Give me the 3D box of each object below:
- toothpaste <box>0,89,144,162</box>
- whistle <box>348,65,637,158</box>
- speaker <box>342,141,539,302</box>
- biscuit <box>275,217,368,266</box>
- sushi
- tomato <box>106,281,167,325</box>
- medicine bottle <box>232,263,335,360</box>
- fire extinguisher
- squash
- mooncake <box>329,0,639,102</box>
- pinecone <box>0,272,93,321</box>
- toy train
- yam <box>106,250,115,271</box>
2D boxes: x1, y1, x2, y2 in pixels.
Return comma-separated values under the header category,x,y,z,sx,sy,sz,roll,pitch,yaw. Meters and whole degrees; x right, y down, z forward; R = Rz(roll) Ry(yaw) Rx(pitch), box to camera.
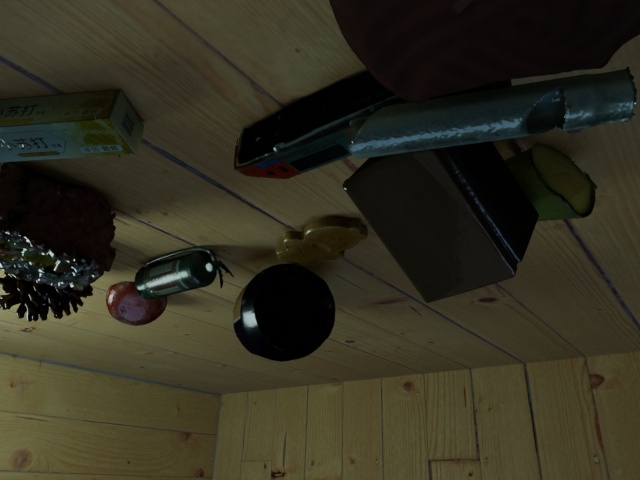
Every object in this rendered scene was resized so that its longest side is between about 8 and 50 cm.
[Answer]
category,x,y,z,sx,sy,sz,roll,pitch,yaw
toothpaste,-0.437,-0.171,0.771,0.312,0.071,0.089,-2,150,9
whistle,0.185,-0.144,0.585,0.311,0.062,0.062,-5,154,14
speaker,0.181,-0.055,0.754,0.192,0.153,0.231,-25,106,45
biscuit,0.000,0.000,1.130,0.165,0.036,0.225,17,148,-31
sushi,-0.544,-0.022,0.971,0.236,0.171,0.270,-19,145,37
tomato,-0.557,0.204,1.521,0.173,0.100,0.189,8,152,-9
medicine bottle,-0.130,0.207,1.356,0.242,0.243,0.395,12,162,-20
fire extinguisher,-0.340,0.081,1.260,0.294,0.118,0.093,-15,-175,31
squash,0.304,-0.087,0.871,0.137,0.138,0.287,21,163,-35
mooncake,0.155,-0.252,0.440,0.325,0.174,0.334,7,153,-17
pinecone,-0.703,0.118,1.276,0.212,0.169,0.186,-14,139,3
toy train,0.052,-0.173,0.705,0.409,0.086,0.089,-16,150,32
yam,-0.605,0.017,1.181,0.252,0.061,0.061,22,148,-37
